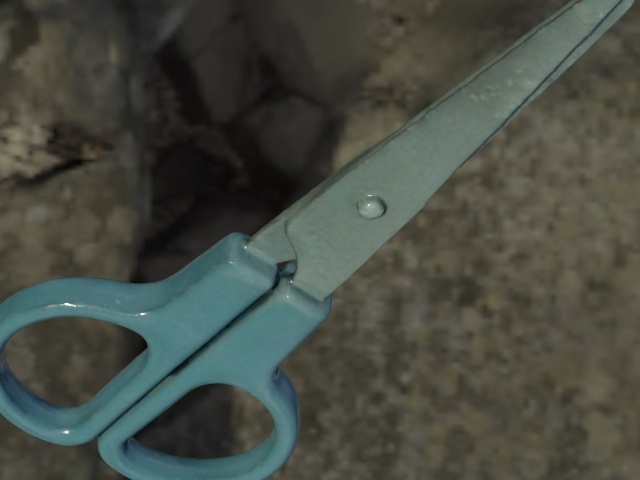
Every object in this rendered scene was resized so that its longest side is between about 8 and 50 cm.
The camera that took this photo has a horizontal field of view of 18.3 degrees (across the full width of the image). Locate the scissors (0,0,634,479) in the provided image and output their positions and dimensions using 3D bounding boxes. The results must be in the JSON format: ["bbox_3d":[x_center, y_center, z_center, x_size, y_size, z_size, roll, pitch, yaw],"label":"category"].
[{"bbox_3d":[0.000,0.000,1.021,0.192,0.447,0.029,31,39,-25],"label":"scissors"}]
